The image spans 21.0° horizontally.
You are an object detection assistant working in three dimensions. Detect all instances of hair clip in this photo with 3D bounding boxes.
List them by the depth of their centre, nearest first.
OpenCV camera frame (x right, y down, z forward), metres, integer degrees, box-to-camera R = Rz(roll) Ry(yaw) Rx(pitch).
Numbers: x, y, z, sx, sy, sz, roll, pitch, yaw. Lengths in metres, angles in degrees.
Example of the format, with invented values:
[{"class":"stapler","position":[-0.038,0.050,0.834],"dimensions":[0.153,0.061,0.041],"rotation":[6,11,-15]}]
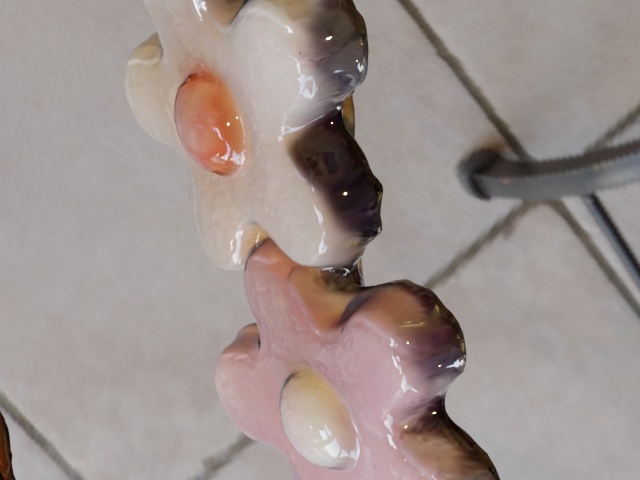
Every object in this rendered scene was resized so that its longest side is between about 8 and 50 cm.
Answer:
[{"class":"hair clip","position":[-0.005,0.003,0.653],"dimensions":[0.075,0.146,0.257],"rotation":[-15,95,-41]}]

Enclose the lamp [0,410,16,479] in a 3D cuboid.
[{"class":"lamp","position":[-0.181,0.117,0.575],"dimensions":[0.151,0.223,0.215],"rotation":[-10,135,-58]}]
